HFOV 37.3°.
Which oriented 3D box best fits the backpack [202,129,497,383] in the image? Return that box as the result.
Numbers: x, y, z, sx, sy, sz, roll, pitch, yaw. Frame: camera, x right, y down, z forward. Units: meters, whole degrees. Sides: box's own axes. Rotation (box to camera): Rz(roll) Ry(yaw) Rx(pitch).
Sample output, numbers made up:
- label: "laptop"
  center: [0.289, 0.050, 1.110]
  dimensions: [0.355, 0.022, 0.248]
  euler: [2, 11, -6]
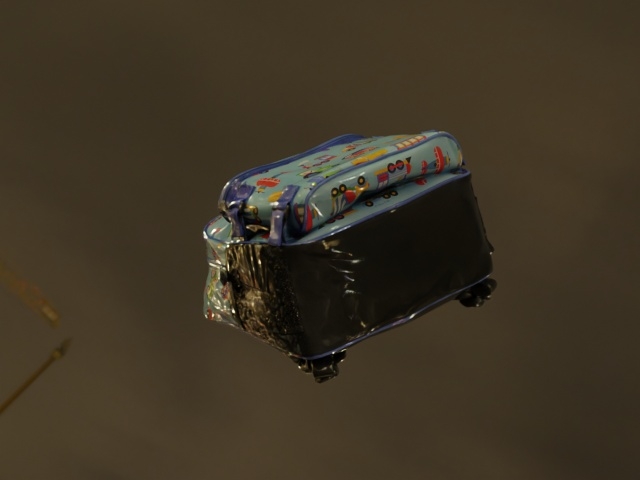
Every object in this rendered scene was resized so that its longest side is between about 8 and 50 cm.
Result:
- label: "backpack"
  center: [0.000, 0.000, 0.602]
  dimensions: [0.173, 0.158, 0.116]
  euler: [8, -63, 57]
